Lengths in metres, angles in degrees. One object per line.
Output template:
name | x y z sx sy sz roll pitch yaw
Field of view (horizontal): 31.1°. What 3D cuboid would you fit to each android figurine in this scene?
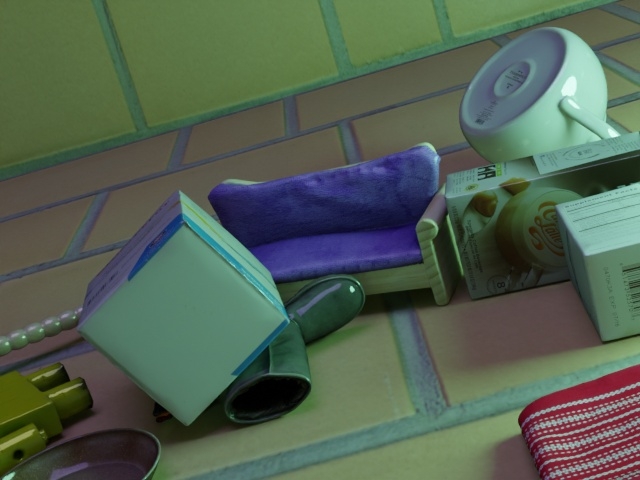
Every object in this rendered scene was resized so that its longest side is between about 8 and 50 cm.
android figurine | -0.421 0.231 1.401 0.273 0.056 0.248 -24 20 -27

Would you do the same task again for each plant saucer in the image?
plant saucer | -0.255 0.261 1.193 0.198 0.036 0.198 -16 18 5

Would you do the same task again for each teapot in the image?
teapot | 0.358 -0.195 1.800 0.252 0.187 0.256 -27 35 38

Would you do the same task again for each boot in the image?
boot | -0.026 0.122 1.341 0.189 0.076 0.208 -30 10 4

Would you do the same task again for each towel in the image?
towel | 0.269 0.150 0.947 0.199 0.031 0.275 -21 5 5

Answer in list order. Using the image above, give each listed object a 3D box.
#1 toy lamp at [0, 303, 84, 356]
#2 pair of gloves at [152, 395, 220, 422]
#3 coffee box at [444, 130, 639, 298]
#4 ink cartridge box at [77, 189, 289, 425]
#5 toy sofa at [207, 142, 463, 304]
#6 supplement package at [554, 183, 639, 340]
toy lamp | -0.428 0.141 1.650 0.274 0.080 0.080 -22 18 -18
pair of gloves | -0.159 0.190 1.359 0.083 0.010 0.074 -20 13 -5
coffee box | 0.289 -0.031 1.410 0.246 0.141 0.098 -13 17 12
ink cartridge box | -0.161 0.069 1.348 0.171 0.168 0.233 -46 14 3
toy sofa | 0.000 0.000 1.522 0.362 0.177 0.150 -8 19 22
supplement package | 0.333 0.021 1.269 0.105 0.105 0.179 -15 17 6
